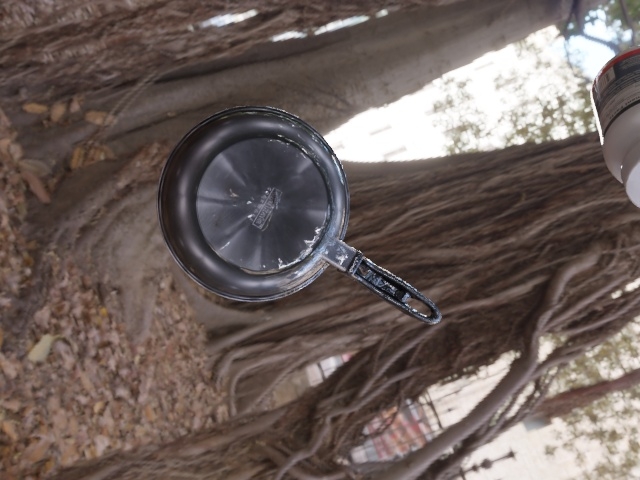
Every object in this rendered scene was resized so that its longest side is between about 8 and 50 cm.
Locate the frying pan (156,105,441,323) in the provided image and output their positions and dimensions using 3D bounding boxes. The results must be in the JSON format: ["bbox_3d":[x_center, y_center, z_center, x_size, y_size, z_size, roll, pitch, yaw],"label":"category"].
[{"bbox_3d":[-0.024,0.016,0.675,0.326,0.197,0.053,55,-11,-12],"label":"frying pan"}]

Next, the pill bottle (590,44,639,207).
[{"bbox_3d":[0.342,-0.113,0.682,0.180,0.108,0.108,-75,152,-46],"label":"pill bottle"}]
